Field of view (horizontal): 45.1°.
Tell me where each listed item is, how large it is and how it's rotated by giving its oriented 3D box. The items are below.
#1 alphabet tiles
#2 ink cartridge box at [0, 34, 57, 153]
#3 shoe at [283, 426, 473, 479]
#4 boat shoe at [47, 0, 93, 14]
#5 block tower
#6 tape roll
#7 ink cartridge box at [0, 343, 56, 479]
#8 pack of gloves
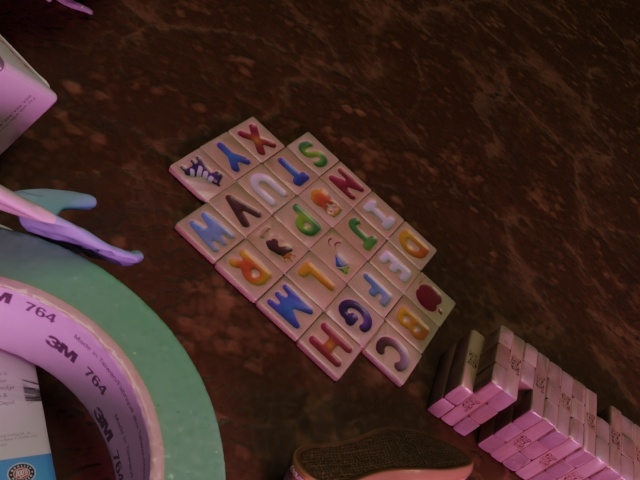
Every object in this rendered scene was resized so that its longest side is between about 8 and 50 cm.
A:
[{"bbox_3d":[0.000,0.000,0.884,0.342,0.011,0.285,43,39,3],"label":"alphabet tiles"},{"bbox_3d":[-0.351,-0.169,0.575,0.198,0.115,0.273,46,0,6],"label":"ink cartridge box"},{"bbox_3d":[0.052,0.215,0.699,0.219,0.058,0.076,7,19,-39],"label":"shoe"},{"bbox_3d":[-0.292,-0.322,0.879,0.113,0.105,0.306,27,35,-10],"label":"boat shoe"},{"bbox_3d":[0.280,0.228,0.832,0.335,0.091,0.097,35,41,-6],"label":"block tower"},{"bbox_3d":[-0.217,0.135,0.441,0.321,0.077,0.321,19,46,-21],"label":"tape roll"},{"bbox_3d":[-0.255,0.116,0.535,0.104,0.060,0.180,1,54,-36],"label":"ink cartridge box"},{"bbox_3d":[-0.238,-0.039,0.526,0.195,0.232,0.046,12,78,19],"label":"pack of gloves"}]
